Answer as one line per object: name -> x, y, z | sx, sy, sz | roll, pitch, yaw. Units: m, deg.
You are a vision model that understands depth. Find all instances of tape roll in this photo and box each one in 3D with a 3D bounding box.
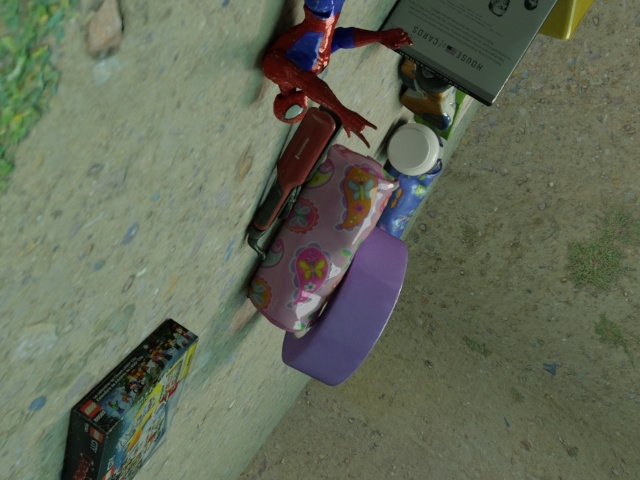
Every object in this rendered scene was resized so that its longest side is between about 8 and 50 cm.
tape roll -> 0.037, 0.101, 1.167 | 0.275, 0.090, 0.275 | -58, -168, 21

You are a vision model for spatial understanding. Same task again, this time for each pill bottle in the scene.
pill bottle -> 0.202, -0.195, 1.484 | 0.112, 0.112, 0.186 | -60, 170, 12

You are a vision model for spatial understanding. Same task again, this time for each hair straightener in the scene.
hair straightener -> -0.030, -0.071, 0.876 | 0.231, 0.047, 0.089 | -63, 169, 28

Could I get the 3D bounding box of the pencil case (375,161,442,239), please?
pencil case -> 0.182, -0.089, 1.703 | 0.133, 0.119, 0.306 | -33, 154, -51

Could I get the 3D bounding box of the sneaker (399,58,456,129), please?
sneaker -> 0.221, -0.297, 1.259 | 0.131, 0.111, 0.296 | -58, 171, -3

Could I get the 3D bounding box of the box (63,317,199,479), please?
box -> -0.225, 0.218, 0.805 | 0.159, 0.044, 0.233 | -47, 166, -49

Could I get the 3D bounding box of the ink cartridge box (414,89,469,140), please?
ink cartridge box -> 0.324, -0.382, 1.560 | 0.255, 0.097, 0.189 | -55, 170, -11

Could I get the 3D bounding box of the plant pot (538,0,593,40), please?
plant pot -> 0.369, -0.493, 1.165 | 0.212, 0.212, 0.187 | -50, 155, -38

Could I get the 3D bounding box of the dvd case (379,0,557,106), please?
dvd case -> 0.213, -0.323, 0.918 | 0.239, 0.179, 0.029 | -58, 174, -1

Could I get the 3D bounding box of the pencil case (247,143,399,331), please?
pencil case -> 0.000, 0.000, 1.032 | 0.284, 0.124, 0.124 | -61, 170, 15

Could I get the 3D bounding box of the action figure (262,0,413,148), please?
action figure -> 0.037, -0.198, 0.577 | 0.091, 0.139, 0.280 | -45, 166, -50

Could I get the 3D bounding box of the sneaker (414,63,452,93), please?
sneaker -> 0.177, -0.295, 1.017 | 0.132, 0.086, 0.229 | 117, -11, -73
